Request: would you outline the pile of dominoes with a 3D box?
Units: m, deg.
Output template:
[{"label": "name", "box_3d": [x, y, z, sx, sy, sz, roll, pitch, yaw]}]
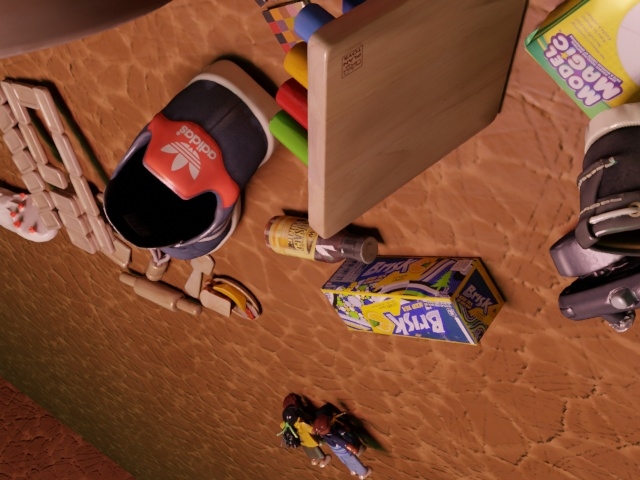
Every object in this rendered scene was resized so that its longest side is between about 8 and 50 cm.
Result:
[{"label": "pile of dominoes", "box_3d": [-0.345, -0.102, 1.096, 0.196, 0.040, 0.251, 20, 135, 42]}]

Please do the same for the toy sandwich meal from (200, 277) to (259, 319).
[{"label": "toy sandwich meal", "box_3d": [-0.117, 0.080, 1.081, 0.085, 0.029, 0.086, 28, 150, 18]}]

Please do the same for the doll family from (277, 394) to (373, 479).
[{"label": "doll family", "box_3d": [-0.001, 0.269, 1.176, 0.193, 0.076, 0.111, -6, 124, 47]}]

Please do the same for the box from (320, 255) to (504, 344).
[{"label": "box", "box_3d": [0.082, 0.052, 0.781, 0.169, 0.054, 0.059, 1, 133, 50]}]

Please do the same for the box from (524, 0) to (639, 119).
[{"label": "box", "box_3d": [0.190, -0.106, 0.441, 0.105, 0.043, 0.179, 44, 153, -8]}]

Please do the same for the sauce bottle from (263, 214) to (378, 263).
[{"label": "sauce bottle", "box_3d": [0.000, 0.000, 0.820, 0.128, 0.042, 0.042, 7, 138, 42]}]

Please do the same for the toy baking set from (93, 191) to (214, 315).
[{"label": "toy baking set", "box_3d": [-0.236, 0.029, 1.152, 0.256, 0.030, 0.197, 23, 147, 29]}]

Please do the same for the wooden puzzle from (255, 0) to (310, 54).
[{"label": "wooden puzzle", "box_3d": [-0.017, -0.161, 0.645, 0.049, 0.006, 0.083, 4, 135, 48]}]

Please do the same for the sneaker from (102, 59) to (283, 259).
[{"label": "sneaker", "box_3d": [-0.153, -0.039, 0.832, 0.131, 0.148, 0.350, 39, 152, 1]}]

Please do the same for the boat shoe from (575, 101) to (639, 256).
[{"label": "boat shoe", "box_3d": [0.251, -0.007, 0.432, 0.233, 0.079, 0.084, 11, 154, 10]}]

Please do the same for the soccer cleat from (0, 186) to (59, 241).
[{"label": "soccer cleat", "box_3d": [-0.456, -0.038, 1.292, 0.196, 0.068, 0.076, 20, 161, 35]}]

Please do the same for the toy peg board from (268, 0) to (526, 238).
[{"label": "toy peg board", "box_3d": [0.038, -0.111, 0.507, 0.079, 0.161, 0.161, 43, 155, 26]}]

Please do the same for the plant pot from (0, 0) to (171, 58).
[{"label": "plant pot", "box_3d": [-0.249, -0.281, 0.482, 0.323, 0.323, 0.280, 19, 130, 33]}]

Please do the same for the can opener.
[{"label": "can opener", "box_3d": [0.228, 0.019, 0.554, 0.073, 0.059, 0.186, 48, 151, -14]}]
